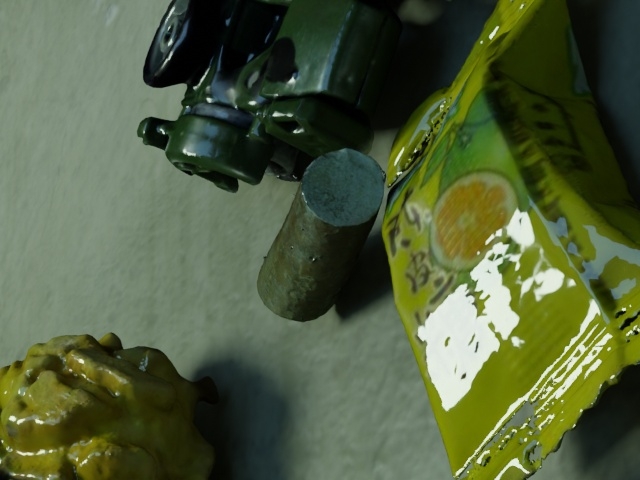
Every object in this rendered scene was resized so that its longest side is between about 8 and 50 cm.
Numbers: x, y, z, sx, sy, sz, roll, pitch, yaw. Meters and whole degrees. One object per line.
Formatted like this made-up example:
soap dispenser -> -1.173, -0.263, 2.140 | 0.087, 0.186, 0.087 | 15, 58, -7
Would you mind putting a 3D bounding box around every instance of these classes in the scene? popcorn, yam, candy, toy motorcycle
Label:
popcorn -> -0.140, 0.129, 1.207 | 0.167, 0.152, 0.148 | 36, 140, 30
yam -> 0.000, 0.000, 1.118 | 0.132, 0.054, 0.054 | 115, 157, -58
candy -> 0.100, -0.014, 0.998 | 0.187, 0.081, 0.297 | -52, 30, 31
toy motorcycle -> -0.010, -0.131, 1.165 | 0.275, 0.127, 0.205 | 7, 76, 60
